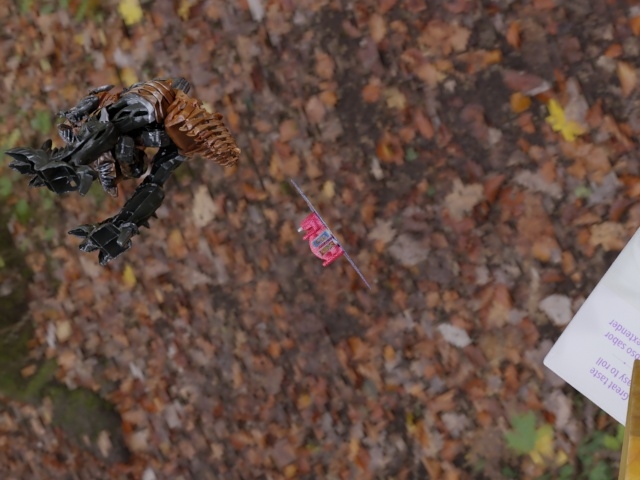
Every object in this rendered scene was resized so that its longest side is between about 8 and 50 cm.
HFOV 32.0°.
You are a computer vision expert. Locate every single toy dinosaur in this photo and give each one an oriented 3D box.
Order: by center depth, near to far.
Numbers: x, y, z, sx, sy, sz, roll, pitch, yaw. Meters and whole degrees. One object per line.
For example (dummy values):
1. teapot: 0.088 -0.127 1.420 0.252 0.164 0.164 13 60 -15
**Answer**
1. toy dinosaur: -0.205 -0.110 1.206 0.164 0.218 0.322 46 155 -14

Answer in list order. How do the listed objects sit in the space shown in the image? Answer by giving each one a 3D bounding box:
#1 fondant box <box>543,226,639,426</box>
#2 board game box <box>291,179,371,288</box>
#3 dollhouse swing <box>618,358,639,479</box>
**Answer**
1. fondant box: 0.418 0.062 1.103 0.238 0.096 0.330 39 105 23
2. board game box: 0.000 0.000 1.384 0.133 0.033 0.168 53 179 43
3. dollhouse swing: 0.344 0.311 0.887 0.315 0.347 0.305 22 104 13
